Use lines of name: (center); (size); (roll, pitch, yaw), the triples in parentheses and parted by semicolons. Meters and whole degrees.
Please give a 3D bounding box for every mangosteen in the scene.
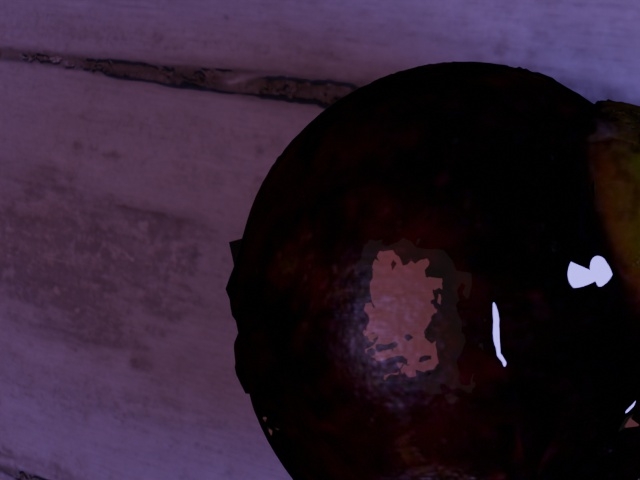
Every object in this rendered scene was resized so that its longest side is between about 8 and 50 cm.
mangosteen: (0.140, 0.053, 1.110); (0.381, 0.422, 0.380); (-179, 90, -75)

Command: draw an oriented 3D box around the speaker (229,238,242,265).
speaker: (0.000, 0.000, 1.376); (0.191, 0.040, 0.046); (-14, 85, 36)
